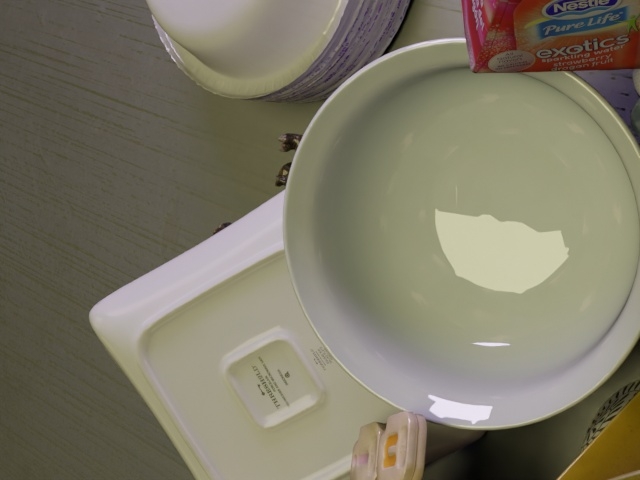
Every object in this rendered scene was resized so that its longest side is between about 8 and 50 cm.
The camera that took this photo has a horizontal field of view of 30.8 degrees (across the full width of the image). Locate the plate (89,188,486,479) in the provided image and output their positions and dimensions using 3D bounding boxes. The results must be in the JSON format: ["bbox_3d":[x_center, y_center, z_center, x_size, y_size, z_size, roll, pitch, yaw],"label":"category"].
[{"bbox_3d":[-0.037,0.120,1.030,0.278,0.045,0.277,-30,95,17],"label":"plate"}]

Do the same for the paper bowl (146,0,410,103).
[{"bbox_3d":[-0.060,-0.271,1.081,0.284,0.148,0.284,4,96,41],"label":"paper bowl"}]

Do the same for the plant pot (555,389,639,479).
[{"bbox_3d":[0.298,0.152,0.725,0.187,0.212,0.212,46,160,8],"label":"plant pot"}]

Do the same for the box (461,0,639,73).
[{"bbox_3d":[0.157,-0.250,0.774,0.122,0.128,0.256,101,167,-68],"label":"box"}]

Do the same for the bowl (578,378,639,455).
[{"bbox_3d":[0.254,0.190,0.874,0.170,0.080,0.170,3,94,40],"label":"bowl"}]

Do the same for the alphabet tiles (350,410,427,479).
[{"bbox_3d":[0.043,0.278,0.887,0.278,0.021,0.284,136,142,-67],"label":"alphabet tiles"}]

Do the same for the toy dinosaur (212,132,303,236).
[{"bbox_3d":[0.000,0.000,1.084,0.160,0.121,0.313,46,116,16],"label":"toy dinosaur"}]

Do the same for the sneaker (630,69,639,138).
[{"bbox_3d":[0.344,-0.146,0.742,0.323,0.130,0.236,-30,77,44],"label":"sneaker"}]

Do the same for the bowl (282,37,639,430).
[{"bbox_3d":[0.129,-0.013,0.913,0.298,0.134,0.297,6,104,25],"label":"bowl"}]
